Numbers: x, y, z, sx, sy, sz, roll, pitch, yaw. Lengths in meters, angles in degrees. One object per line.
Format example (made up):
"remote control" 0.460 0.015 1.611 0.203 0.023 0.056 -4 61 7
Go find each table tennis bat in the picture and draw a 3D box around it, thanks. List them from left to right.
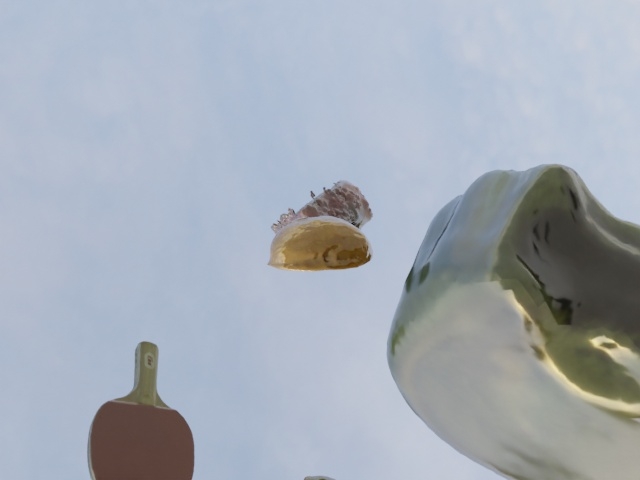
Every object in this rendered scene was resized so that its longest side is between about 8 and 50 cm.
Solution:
"table tennis bat" -0.228 0.236 1.139 0.138 0.022 0.246 17 -138 -23

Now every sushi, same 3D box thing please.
"sushi" 0.017 -0.039 1.519 0.161 0.241 0.107 -37 -92 -18

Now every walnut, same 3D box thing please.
"walnut" 0.000 0.000 0.972 0.121 0.091 0.052 -7 -74 -16

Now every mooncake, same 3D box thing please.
"mooncake" 0.240 0.097 0.821 0.351 0.351 0.187 41 -126 -15

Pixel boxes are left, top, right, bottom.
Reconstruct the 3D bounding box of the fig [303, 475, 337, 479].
"fig" 0.008 0.386 1.316 0.074 0.074 0.088 -32 -118 -30
